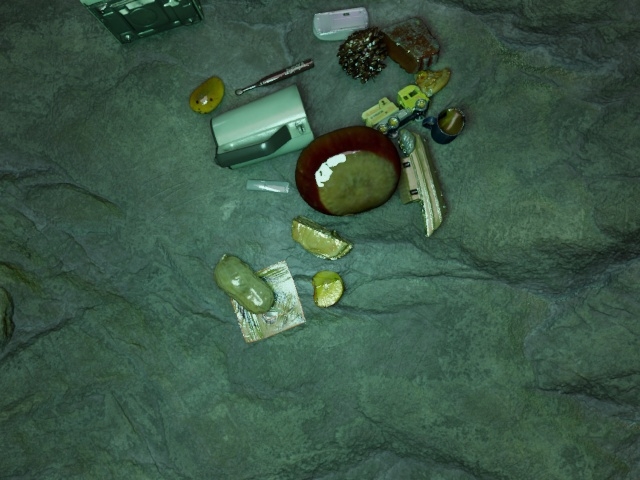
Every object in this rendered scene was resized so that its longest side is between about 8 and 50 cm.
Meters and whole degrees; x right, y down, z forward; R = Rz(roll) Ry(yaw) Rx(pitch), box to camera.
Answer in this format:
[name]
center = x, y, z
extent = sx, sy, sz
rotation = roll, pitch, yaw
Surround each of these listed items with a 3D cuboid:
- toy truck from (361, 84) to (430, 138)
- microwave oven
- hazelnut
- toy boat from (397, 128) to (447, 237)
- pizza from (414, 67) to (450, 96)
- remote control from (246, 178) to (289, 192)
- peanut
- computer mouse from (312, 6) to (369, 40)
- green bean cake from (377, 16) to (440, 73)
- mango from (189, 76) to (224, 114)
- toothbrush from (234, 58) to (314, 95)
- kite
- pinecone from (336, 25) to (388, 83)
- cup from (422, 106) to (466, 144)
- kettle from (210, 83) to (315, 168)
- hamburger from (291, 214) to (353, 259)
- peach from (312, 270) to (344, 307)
[toy truck]
center = 0.305, -0.526, 1.721
extent = 0.272, 0.124, 0.157
rotation = -32, 77, 3
[microwave oven]
center = -0.726, -1.012, 1.687
extent = 0.394, 0.333, 0.247
rotation = -17, 82, 2
[hazelnut]
center = 0.104, -0.264, 1.617
extent = 0.409, 0.359, 0.359
rotation = -10, 86, 4
[toy boat]
center = 0.394, -0.232, 1.693
extent = 0.162, 0.136, 0.446
rotation = -16, 87, 6
[pizza]
center = 0.455, -0.672, 1.732
extent = 0.182, 0.062, 0.161
rotation = -40, 49, -22
[remote control]
center = -0.225, -0.232, 1.768
extent = 0.184, 0.027, 0.050
rotation = 4, 87, 2
[peanut]
center = -0.313, 0.181, 1.667
extent = 0.291, 0.159, 0.143
rotation = 44, 110, 4
[computer mouse]
center = 0.087, -0.929, 1.786
extent = 0.245, 0.056, 0.126
rotation = -8, 85, 2
[green bean cake]
center = 0.367, -0.798, 1.725
extent = 0.198, 0.097, 0.233
rotation = -26, 69, -4
[mango]
center = -0.478, -0.614, 1.775
extent = 0.178, 0.090, 0.115
rotation = -43, 78, -9
[toothbrush]
center = -0.198, -0.697, 1.792
extent = 0.363, 0.041, 0.041
rotation = -22, 86, 1
[kite]
center = -0.207, 0.265, 1.741
extent = 0.327, 0.013, 0.378
rotation = 27, 86, 3
[pinecone]
center = 0.177, -0.750, 1.706
extent = 0.221, 0.221, 0.222
rotation = 0, 86, 2
[cup]
center = 0.504, -0.473, 1.698
extent = 0.150, 0.138, 0.113
rotation = 44, 89, 4
[kettle]
center = -0.224, -0.414, 1.635
extent = 0.376, 0.361, 0.250
rotation = -18, 127, 4
[hamburger]
center = 0.000, 0.000, 1.706
extent = 0.262, 0.124, 0.131
rotation = 26, 106, 8
[peach]
center = 0.031, 0.202, 1.686
extent = 0.151, 0.118, 0.151
rotation = -7, 47, 7
